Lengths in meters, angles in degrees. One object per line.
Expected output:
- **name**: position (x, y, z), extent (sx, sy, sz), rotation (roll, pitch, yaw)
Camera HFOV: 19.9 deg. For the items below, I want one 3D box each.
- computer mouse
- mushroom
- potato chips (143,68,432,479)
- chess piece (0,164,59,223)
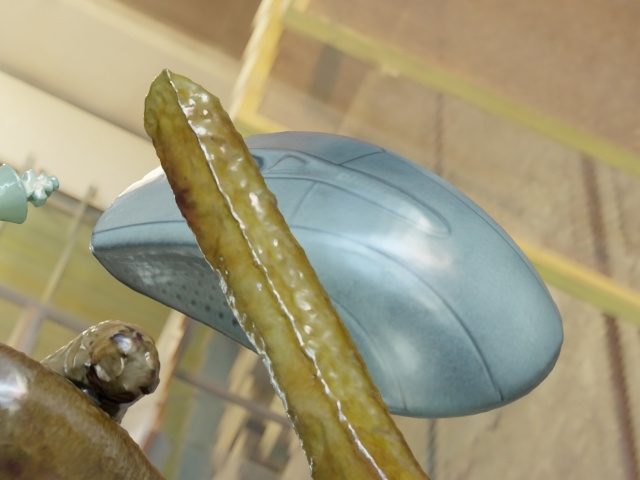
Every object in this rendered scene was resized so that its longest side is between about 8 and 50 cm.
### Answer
- **computer mouse**: position (0.000, 0.000, 1.294), extent (0.188, 0.370, 0.122), rotation (-38, -41, -45)
- **mushroom**: position (-0.287, 0.216, 1.654), extent (0.239, 0.345, 0.345), rotation (-29, -21, -47)
- **potato chips**: position (0.007, 0.036, 0.460), extent (0.037, 0.026, 0.204), rotation (-49, 59, 24)
- **chess piece**: position (-0.231, -0.018, 1.150), extent (0.059, 0.149, 0.059), rotation (34, 132, 48)
